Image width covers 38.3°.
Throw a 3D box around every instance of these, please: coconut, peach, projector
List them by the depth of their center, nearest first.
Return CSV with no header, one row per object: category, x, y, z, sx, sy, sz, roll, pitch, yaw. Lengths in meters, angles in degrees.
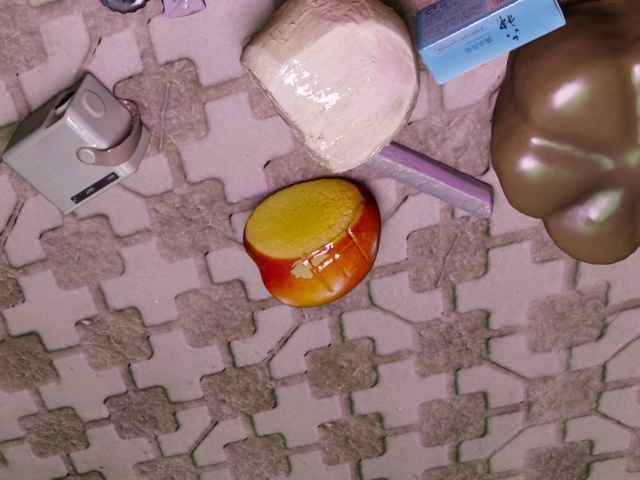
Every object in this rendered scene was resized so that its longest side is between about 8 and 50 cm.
coconut,0.029,-0.288,1.539,0.254,0.297,0.297,-37,123,-1
projector,-0.454,-0.186,1.750,0.242,0.163,0.177,-25,125,29
peach,0.000,0.000,1.833,0.274,0.249,0.245,-28,159,11

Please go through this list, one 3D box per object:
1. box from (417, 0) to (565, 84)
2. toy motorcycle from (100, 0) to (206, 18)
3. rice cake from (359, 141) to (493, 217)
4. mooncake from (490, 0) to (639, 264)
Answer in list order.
box,0.278,-0.371,1.531,0.232,0.142,0.083,-25,125,24
toy motorcycle,-0.228,-0.495,1.486,0.188,0.143,0.327,23,114,-25
rice cake,0.183,-0.138,1.793,0.365,0.073,0.056,23,131,-11
mooncake,0.529,-0.191,1.589,0.467,0.262,0.467,2,128,3
